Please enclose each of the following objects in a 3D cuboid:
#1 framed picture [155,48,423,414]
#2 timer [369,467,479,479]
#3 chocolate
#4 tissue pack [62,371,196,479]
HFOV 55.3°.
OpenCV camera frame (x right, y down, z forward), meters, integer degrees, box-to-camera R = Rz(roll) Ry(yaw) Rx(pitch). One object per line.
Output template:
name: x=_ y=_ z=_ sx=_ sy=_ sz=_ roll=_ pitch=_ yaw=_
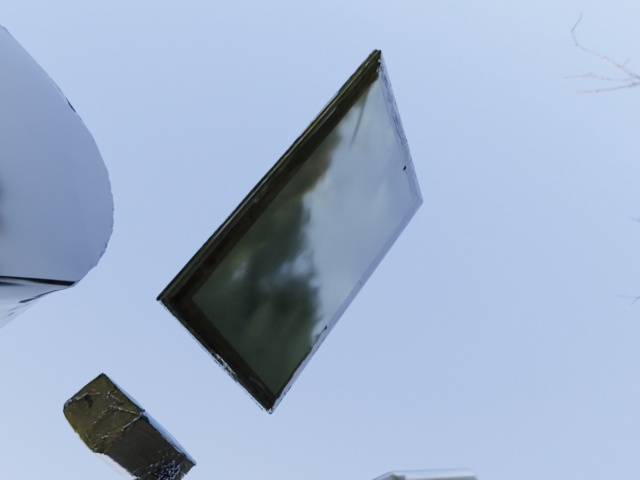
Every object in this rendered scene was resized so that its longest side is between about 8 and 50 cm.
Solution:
framed picture: x=0.000 y=0.000 z=0.445 sx=0.010 sy=0.173 sz=0.231 roll=23 pitch=-116 yaw=34
timer: x=0.132 y=0.454 z=0.887 sx=0.195 sy=0.192 sz=0.194 roll=15 pitch=-133 yaw=-40
chocolate: x=-0.382 y=-0.031 z=0.509 sx=0.297 sy=0.326 sz=0.314 roll=-33 pitch=-105 yaw=9
tissue pack: x=-0.263 y=0.274 z=0.846 sx=0.120 sy=0.169 sz=0.082 roll=28 pitch=-117 yaw=37
